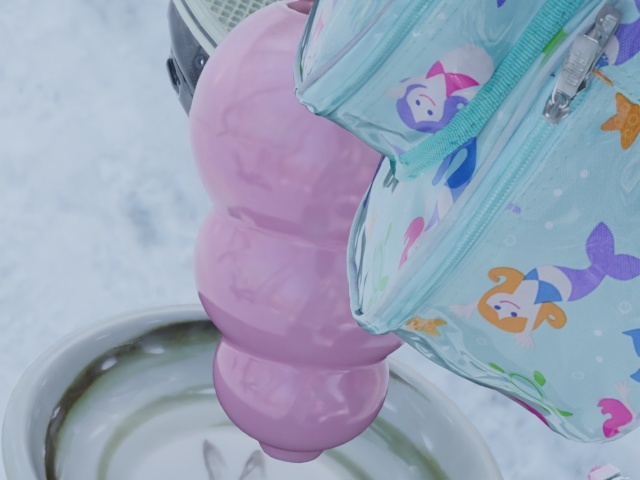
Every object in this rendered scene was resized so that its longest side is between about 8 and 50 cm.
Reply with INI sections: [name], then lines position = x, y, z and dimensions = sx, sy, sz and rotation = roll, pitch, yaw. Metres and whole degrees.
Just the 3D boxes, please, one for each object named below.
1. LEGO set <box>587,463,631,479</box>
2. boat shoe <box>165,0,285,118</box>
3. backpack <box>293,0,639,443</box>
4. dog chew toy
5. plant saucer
[LEGO set]
position = 0.157, 0.300, 1.596
dimensions = 0.287, 0.107, 0.132
rotation = -14, 101, -20
[boat shoe]
position = -0.038, -0.109, 1.956
dimensions = 0.187, 0.156, 0.500
rotation = -9, 52, -33
[backpack]
position = 0.095, -0.067, 0.607
dimensions = 0.191, 0.253, 0.225
rotation = 24, 15, -8
[dog chew toy]
position = 0.000, 0.000, 1.259
dimensions = 0.207, 0.332, 0.206
rotation = 7, 15, -2
[plant saucer]
position = -0.054, 0.202, 1.377
dimensions = 0.400, 0.100, 0.400
rotation = 11, 32, -7
